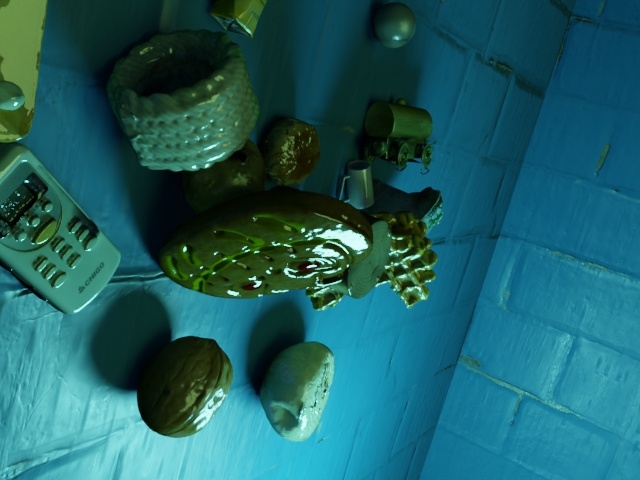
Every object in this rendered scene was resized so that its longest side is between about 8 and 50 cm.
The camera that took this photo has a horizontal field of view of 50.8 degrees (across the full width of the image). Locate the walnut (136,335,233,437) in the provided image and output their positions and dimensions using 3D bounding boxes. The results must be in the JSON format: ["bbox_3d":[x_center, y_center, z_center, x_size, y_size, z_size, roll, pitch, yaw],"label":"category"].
[{"bbox_3d":[-0.265,0.283,1.321,0.207,0.167,0.167,-58,150,-16],"label":"walnut"}]

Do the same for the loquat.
[{"bbox_3d":[-0.174,-0.110,1.212,0.204,0.150,0.172,104,-21,-58],"label":"loquat"}]

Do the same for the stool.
[{"bbox_3d":[0.000,0.000,1.469,0.179,0.264,0.179,-39,141,-42],"label":"stool"}]

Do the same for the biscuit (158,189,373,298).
[{"bbox_3d":[-0.088,0.032,1.228,0.351,0.394,0.070,24,53,-40],"label":"biscuit"}]

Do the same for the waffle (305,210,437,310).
[{"bbox_3d":[0.119,0.057,1.675,0.151,0.324,0.261,-98,-176,-59],"label":"waffle"}]

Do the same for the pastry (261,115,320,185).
[{"bbox_3d":[-0.063,-0.188,1.425,0.153,0.081,0.153,-40,144,-37],"label":"pastry"}]

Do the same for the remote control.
[{"bbox_3d":[-0.407,-0.003,0.992,0.140,0.056,0.296,-54,148,-21],"label":"remote control"}]

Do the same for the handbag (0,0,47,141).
[{"bbox_3d":[-0.423,-0.302,0.704,0.283,0.133,0.400,-1,110,-54],"label":"handbag"}]

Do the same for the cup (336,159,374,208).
[{"bbox_3d":[0.088,-0.139,1.742,0.104,0.074,0.116,-19,126,-19],"label":"cup"}]

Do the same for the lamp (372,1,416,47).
[{"bbox_3d":[0.173,-0.508,1.590,0.105,0.105,0.105,-38,140,-43],"label":"lamp"}]

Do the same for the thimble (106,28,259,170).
[{"bbox_3d":[-0.208,-0.212,1.032,0.219,0.219,0.150,-50,147,-30],"label":"thimble"}]

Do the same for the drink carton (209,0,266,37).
[{"bbox_3d":[-0.113,-0.459,1.165,0.199,0.075,0.084,-65,152,-3],"label":"drink carton"}]

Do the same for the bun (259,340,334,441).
[{"bbox_3d":[-0.059,0.376,1.736,0.273,0.169,0.272,16,90,-73],"label":"bun"}]

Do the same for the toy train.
[{"bbox_3d":[0.225,-0.280,1.807,0.307,0.126,0.189,-9,116,-57],"label":"toy train"}]

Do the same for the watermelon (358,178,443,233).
[{"bbox_3d":[0.207,-0.086,1.852,0.320,0.213,0.290,-31,172,28],"label":"watermelon"}]
